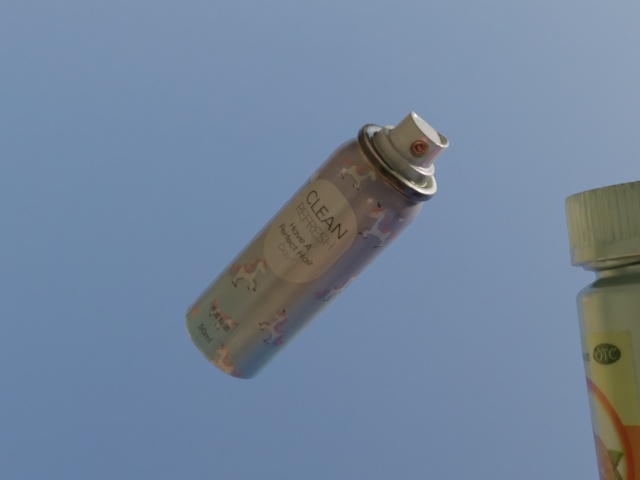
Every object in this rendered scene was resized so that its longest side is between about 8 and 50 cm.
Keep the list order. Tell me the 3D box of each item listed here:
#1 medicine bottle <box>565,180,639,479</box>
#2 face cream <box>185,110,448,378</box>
[{"bbox_3d":[0.266,0.117,0.906,0.158,0.158,0.318,-9,-96,24],"label":"medicine bottle"},{"bbox_3d":[0.000,0.000,0.917,0.229,0.075,0.075,-47,-132,23],"label":"face cream"}]
